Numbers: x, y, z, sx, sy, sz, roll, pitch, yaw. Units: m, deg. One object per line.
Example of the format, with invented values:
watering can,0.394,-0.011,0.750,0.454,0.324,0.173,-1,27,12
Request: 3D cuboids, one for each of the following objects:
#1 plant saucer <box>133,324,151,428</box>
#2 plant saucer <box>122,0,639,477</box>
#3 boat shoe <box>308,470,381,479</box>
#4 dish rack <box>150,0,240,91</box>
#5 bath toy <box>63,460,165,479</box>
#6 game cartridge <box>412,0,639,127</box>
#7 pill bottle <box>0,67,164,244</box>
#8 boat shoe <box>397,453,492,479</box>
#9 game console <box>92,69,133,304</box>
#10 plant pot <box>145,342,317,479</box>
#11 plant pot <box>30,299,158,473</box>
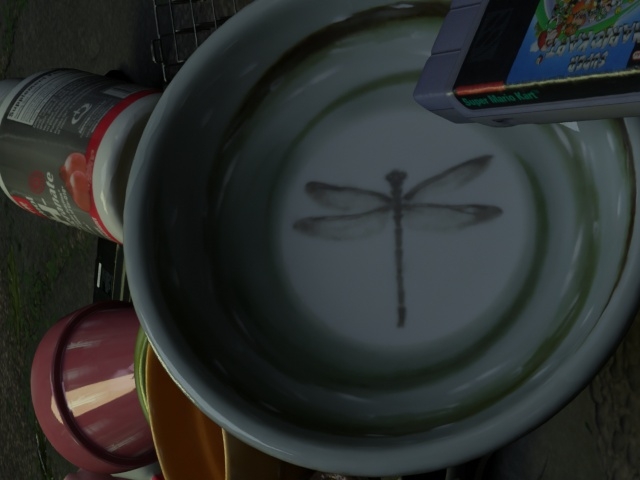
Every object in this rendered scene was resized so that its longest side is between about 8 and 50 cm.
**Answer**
plant saucer,-0.104,0.141,1.668,0.241,0.037,0.241,3,97,29
plant saucer,0.056,-0.016,1.199,0.100,0.400,0.400,52,-164,-66
boat shoe,0.035,0.292,1.502,0.095,0.095,0.257,33,134,33
dish rack,-0.102,-0.267,1.617,0.208,0.074,0.271,-5,94,51
bath toy,-0.263,0.338,2.056,0.129,0.151,0.348,32,132,8
game cartridge,0.200,-0.184,1.012,0.355,0.068,0.230,1,61,62
pill bottle,-0.263,-0.101,1.823,0.318,0.176,0.176,17,112,45
boat shoe,0.100,0.200,1.391,0.081,0.068,0.228,52,140,44
game console,-0.254,-0.020,2.039,0.213,0.044,0.361,43,131,51
plant pot,-0.042,0.156,1.517,0.205,0.188,0.205,35,129,58
plant pot,-0.204,0.156,1.846,0.180,0.201,0.201,-22,77,46
